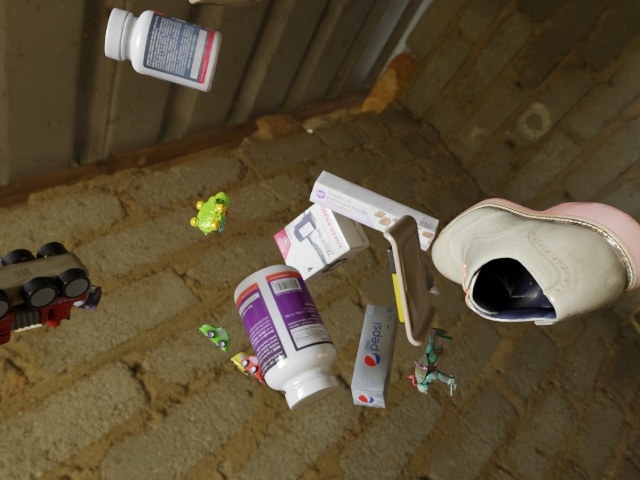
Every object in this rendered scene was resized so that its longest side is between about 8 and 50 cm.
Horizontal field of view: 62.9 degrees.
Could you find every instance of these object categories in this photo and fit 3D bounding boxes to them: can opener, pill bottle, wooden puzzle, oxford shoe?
[{"bbox_3d":[0.281,0.135,1.495,0.283,0.076,0.095,39,-114,-62],"label":"can opener"},{"bbox_3d":[-0.270,-0.334,0.909,0.180,0.107,0.108,12,-39,-16],"label":"pill bottle"},{"bbox_3d":[0.188,0.077,1.112,0.044,0.238,0.221,-12,8,23],"label":"wooden puzzle"},{"bbox_3d":[-0.077,0.231,1.264,0.182,0.322,0.181,-21,-26,-11],"label":"pill bottle"},{"bbox_3d":[0.237,0.029,0.719,0.147,0.140,0.397,-30,4,-14],"label":"oxford shoe"}]

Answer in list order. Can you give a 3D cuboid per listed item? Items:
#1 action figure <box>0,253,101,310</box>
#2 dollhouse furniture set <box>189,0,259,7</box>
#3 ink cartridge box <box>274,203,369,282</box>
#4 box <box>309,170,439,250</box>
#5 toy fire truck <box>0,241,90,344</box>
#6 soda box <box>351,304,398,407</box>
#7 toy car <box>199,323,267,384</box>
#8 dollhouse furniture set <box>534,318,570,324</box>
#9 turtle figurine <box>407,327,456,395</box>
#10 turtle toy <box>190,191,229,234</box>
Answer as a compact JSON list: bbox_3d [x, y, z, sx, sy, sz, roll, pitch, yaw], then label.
[{"bbox_3d":[-0.732,0.107,1.382,0.186,0.099,0.285,-18,-34,26],"label":"action figure"},{"bbox_3d":[-0.225,-0.402,0.759,0.242,0.160,0.212,-2,17,35],"label":"dollhouse furniture set"},{"bbox_3d":[0.000,0.000,1.510,0.237,0.171,0.100,-36,-18,36],"label":"ink cartridge box"},{"bbox_3d":[0.136,-0.076,1.320,0.067,0.324,0.063,-61,-7,-49],"label":"box"},{"bbox_3d":[-0.589,0.136,1.023,0.217,0.158,0.246,-18,-41,-46],"label":"toy fire truck"},{"bbox_3d":[0.159,0.324,1.492,0.098,0.091,0.286,77,-158,-44],"label":"soda box"},{"bbox_3d":[-0.242,0.306,1.470,0.053,0.225,0.239,-48,10,-20],"label":"toy car"},{"bbox_3d":[0.693,0.099,1.222,0.303,0.173,0.356,1,-9,-45],"label":"dollhouse furniture set"},{"bbox_3d":[0.363,0.407,1.680,0.175,0.118,0.233,-148,68,-69],"label":"turtle figurine"},{"bbox_3d":[-0.289,-0.075,1.430,0.066,0.095,0.130,39,-114,-58],"label":"turtle toy"}]
